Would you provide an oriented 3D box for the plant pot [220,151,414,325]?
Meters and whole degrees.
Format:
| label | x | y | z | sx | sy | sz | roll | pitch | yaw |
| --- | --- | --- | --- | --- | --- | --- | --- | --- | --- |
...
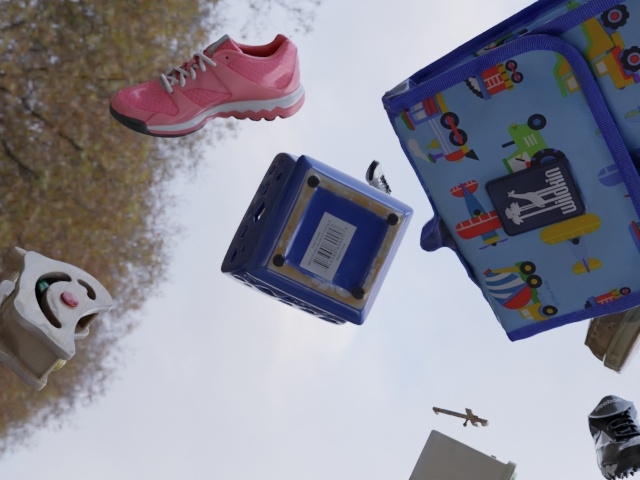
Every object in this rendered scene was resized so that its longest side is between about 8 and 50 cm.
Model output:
| label | x | y | z | sx | sy | sz | roll | pitch | yaw |
| --- | --- | --- | --- | --- | --- | --- | --- | --- | --- |
| plant pot | 0.000 | 0.000 | 1.376 | 0.236 | 0.236 | 0.212 | -65 | -168 | -5 |

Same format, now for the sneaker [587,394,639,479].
| label | x | y | z | sx | sy | sz | roll | pitch | yaw |
| --- | --- | --- | --- | --- | --- | --- | --- | --- | --- |
| sneaker | 0.396 | 0.258 | 1.145 | 0.078 | 0.234 | 0.106 | -16 | -104 | 9 |

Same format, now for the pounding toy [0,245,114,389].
| label | x | y | z | sx | sy | sz | roll | pitch | yaw |
| --- | --- | --- | --- | --- | --- | --- | --- | --- | --- |
| pounding toy | -0.411 | 0.123 | 1.259 | 0.155 | 0.154 | 0.269 | -46 | -152 | 16 |

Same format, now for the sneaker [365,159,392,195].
| label | x | y | z | sx | sy | sz | roll | pitch | yaw |
| --- | --- | --- | --- | --- | --- | --- | --- | --- | --- |
| sneaker | 0.109 | -0.103 | 1.557 | 0.044 | 0.040 | 0.109 | 23 | -30 | 28 |

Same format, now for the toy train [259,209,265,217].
| label | x | y | z | sx | sy | sz | roll | pitch | yaw |
| --- | --- | --- | --- | --- | --- | --- | --- | --- | --- |
| toy train | -0.044 | -0.067 | 1.676 | 0.125 | 0.166 | 0.046 | 40 | -4 | -6 |

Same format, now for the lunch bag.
| label | x | y | z | sx | sy | sz | roll | pitch | yaw |
| --- | --- | --- | --- | --- | --- | --- | --- | --- | --- |
| lunch bag | 0.202 | -0.069 | 0.639 | 0.293 | 0.138 | 0.221 | -27 | -73 | 18 |

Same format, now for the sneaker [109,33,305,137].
| label | x | y | z | sx | sy | sz | roll | pitch | yaw |
| --- | --- | --- | --- | --- | --- | --- | --- | --- | --- |
| sneaker | -0.175 | -0.255 | 1.339 | 0.116 | 0.314 | 0.136 | -123 | -152 | -45 |

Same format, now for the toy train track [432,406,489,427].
| label | x | y | z | sx | sy | sz | roll | pitch | yaw |
| --- | --- | --- | --- | --- | --- | --- | --- | --- | --- |
| toy train track | 0.192 | 0.247 | 1.195 | 0.083 | 0.014 | 0.048 | 8 | -37 | 34 |

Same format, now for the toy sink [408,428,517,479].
| label | x | y | z | sx | sy | sz | roll | pitch | yaw |
| --- | --- | --- | --- | --- | --- | --- | --- | --- | --- |
| toy sink | 0.300 | 0.472 | 1.647 | 0.234 | 0.153 | 0.131 | 23 | -105 | 19 |

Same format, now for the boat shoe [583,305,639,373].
| label | x | y | z | sx | sy | sz | roll | pitch | yaw |
| --- | --- | --- | --- | --- | --- | --- | --- | --- | --- |
| boat shoe | 0.293 | 0.012 | 0.864 | 0.110 | 0.341 | 0.121 | 25 | -59 | 13 |
